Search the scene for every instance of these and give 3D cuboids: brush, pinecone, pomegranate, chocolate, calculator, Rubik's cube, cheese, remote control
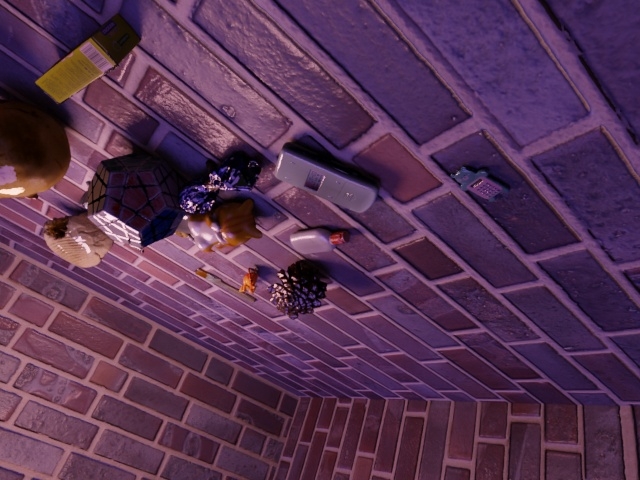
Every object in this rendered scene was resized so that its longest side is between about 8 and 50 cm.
[{"bbox_3d":[-0.474,0.233,2.092,0.336,0.020,0.085,30,147,-15],"label":"brush"},{"bbox_3d":[-0.082,0.192,1.642,0.228,0.201,0.203,6,141,16],"label":"pinecone"},{"bbox_3d":[-0.981,-0.281,1.311,0.332,0.333,0.333,15,148,9],"label":"pomegranate"},{"bbox_3d":[-0.317,-0.186,1.292,0.343,0.126,0.149,-19,90,41],"label":"chocolate"},{"bbox_3d":[0.396,-0.143,1.035,0.141,0.019,0.094,26,150,-10],"label":"calculator"},{"bbox_3d":[-0.605,-0.135,1.381,0.264,0.319,0.319,45,150,11],"label":"Rubik's cube"},{"bbox_3d":[-0.572,-0.031,1.735,0.086,0.036,0.162,-15,134,45],"label":"cheese"},{"bbox_3d":[0.020,-0.173,1.167,0.296,0.056,0.140,22,150,-5],"label":"remote control"}]

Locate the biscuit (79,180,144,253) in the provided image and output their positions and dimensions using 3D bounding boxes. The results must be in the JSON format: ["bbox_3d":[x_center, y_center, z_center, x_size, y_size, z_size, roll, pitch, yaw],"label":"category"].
[{"bbox_3d":[-0.808,-0.096,1.654,0.079,0.186,0.309,-30,130,6],"label":"biscuit"}]

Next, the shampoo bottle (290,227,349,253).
[{"bbox_3d":[0.000,0.000,1.443,0.220,0.051,0.108,-8,136,38],"label":"shampoo bottle"}]

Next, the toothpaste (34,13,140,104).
[{"bbox_3d":[-0.591,-0.449,1.045,0.327,0.110,0.077,-6,141,36],"label":"toothpaste"}]

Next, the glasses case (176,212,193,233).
[{"bbox_3d":[-0.605,-0.105,1.607,0.323,0.074,0.131,11,146,15],"label":"glasses case"}]

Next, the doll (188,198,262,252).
[{"bbox_3d":[-0.345,-0.047,1.470,0.269,0.162,0.167,-4,114,43],"label":"doll"}]

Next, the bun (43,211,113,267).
[{"bbox_3d":[-1.069,-0.018,1.886,0.281,0.205,0.282,12,133,14],"label":"bun"}]

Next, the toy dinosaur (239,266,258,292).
[{"bbox_3d":[-0.306,0.172,1.820,0.070,0.117,0.288,13,166,-12],"label":"toy dinosaur"}]
